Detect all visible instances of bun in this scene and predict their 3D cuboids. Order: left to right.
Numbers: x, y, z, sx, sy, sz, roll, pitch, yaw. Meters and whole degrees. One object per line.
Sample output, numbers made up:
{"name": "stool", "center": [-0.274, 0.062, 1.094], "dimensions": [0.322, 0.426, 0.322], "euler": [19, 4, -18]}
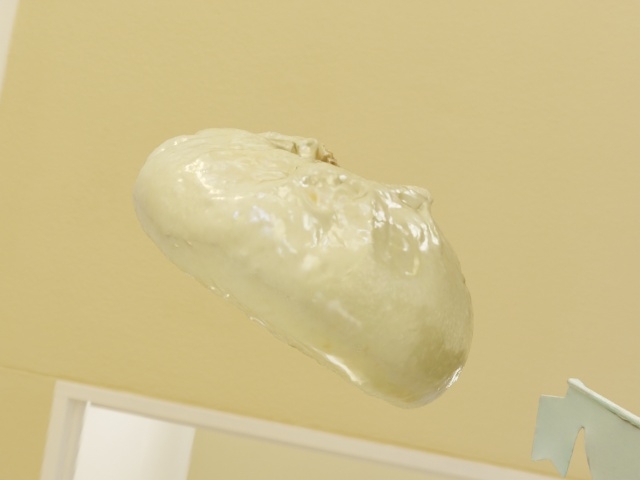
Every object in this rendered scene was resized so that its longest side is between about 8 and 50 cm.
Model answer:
{"name": "bun", "center": [0.000, 0.000, 0.453], "dimensions": [0.127, 0.222, 0.222], "euler": [-53, -10, -8]}

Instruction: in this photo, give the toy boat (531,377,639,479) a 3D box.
{"name": "toy boat", "center": [0.248, 0.177, 0.460], "dimensions": [0.067, 0.291, 0.221], "euler": [-5, -67, -45]}
